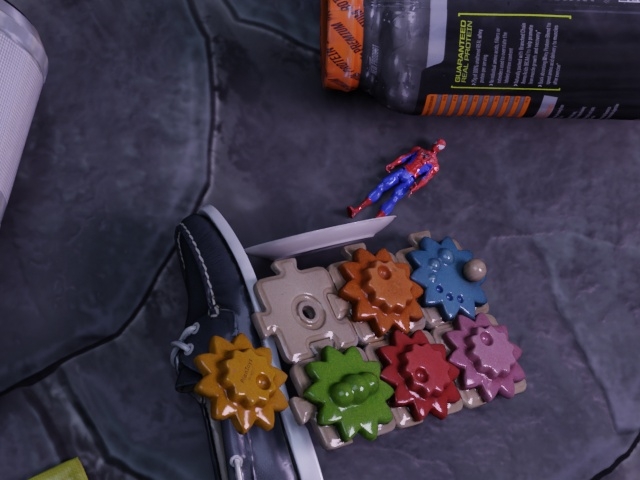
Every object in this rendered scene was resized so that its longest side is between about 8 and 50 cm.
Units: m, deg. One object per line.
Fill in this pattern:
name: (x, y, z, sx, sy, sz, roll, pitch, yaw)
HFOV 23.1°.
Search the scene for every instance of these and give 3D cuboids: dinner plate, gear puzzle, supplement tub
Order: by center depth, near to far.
gear puzzle: (0.034, 0.081, 1.326, 0.339, 0.044, 0.175, -11, 69, -38)
dinner plate: (0.000, 0.000, 1.387, 0.141, 0.141, 0.017, -14, 89, -8)
supplement tub: (0.171, -0.215, 1.433, 0.338, 0.207, 0.207, 1, 71, -3)

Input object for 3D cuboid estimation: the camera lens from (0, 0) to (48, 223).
camera lens: (-0.369, -0.089, 1.353, 0.219, 0.219, 0.274, 12, 70, 1)

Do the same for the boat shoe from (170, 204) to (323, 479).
boat shoe: (-0.081, 0.116, 1.354, 0.091, 0.114, 0.303, -17, 72, -14)

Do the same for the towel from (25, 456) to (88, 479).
towel: (-0.296, 0.278, 1.335, 0.237, 0.021, 0.102, -24, 75, -11)

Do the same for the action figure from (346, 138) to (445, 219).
action figure: (0.076, -0.056, 1.468, 0.038, 0.030, 0.115, 42, 72, 16)
